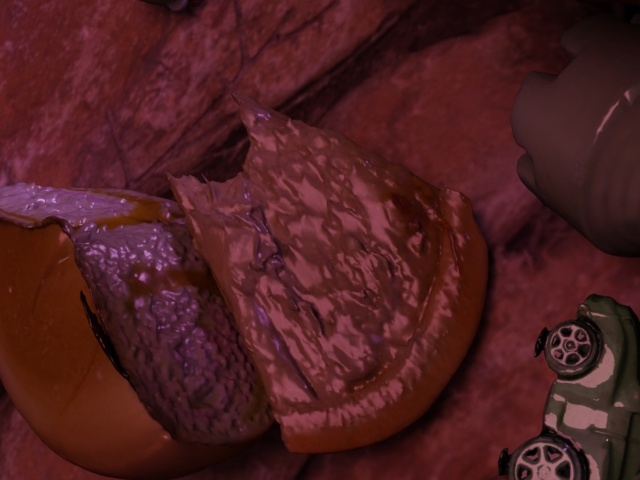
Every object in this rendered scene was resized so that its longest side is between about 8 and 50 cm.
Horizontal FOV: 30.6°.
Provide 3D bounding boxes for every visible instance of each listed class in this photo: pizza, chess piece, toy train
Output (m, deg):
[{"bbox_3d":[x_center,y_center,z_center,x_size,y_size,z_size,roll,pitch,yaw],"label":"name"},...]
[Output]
[{"bbox_3d":[0.000,0.000,0.746,0.181,0.034,0.262,-36,67,0],"label":"pizza"},{"bbox_3d":[0.223,-0.002,0.546,0.194,0.194,0.299,-52,43,9],"label":"chess piece"},{"bbox_3d":[0.147,0.107,0.610,0.081,0.099,0.149,14,80,25],"label":"toy train"}]

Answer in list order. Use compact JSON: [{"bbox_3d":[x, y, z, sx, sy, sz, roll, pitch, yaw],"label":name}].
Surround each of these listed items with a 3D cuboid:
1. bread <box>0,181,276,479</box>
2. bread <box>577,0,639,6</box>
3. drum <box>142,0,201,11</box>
[{"bbox_3d":[-0.142,0.059,0.803,0.156,0.158,0.261,-45,65,36],"label":"bread"},{"bbox_3d":[0.214,-0.221,0.510,0.361,0.245,0.233,11,91,9],"label":"bread"},{"bbox_3d":[-0.084,-0.289,0.906,0.253,0.049,0.130,-42,69,31],"label":"drum"}]
